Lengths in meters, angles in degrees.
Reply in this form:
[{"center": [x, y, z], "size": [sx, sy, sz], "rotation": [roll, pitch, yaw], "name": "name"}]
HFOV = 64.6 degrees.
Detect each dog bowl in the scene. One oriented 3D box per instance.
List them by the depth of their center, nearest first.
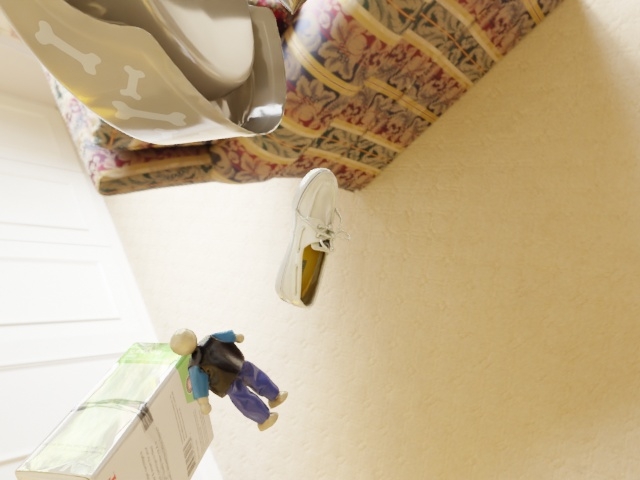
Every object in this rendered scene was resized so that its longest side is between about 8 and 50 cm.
[{"center": [-0.151, -0.245, 0.443], "size": [0.102, 0.349, 0.348], "rotation": [-16, 75, 17], "name": "dog bowl"}]

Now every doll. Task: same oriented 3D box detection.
[{"center": [-0.133, 0.189, 0.710], "size": [0.189, 0.129, 0.046], "rotation": [45, 133, -16], "name": "doll"}]

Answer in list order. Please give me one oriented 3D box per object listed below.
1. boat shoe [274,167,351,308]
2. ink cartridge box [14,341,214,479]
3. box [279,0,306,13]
[{"center": [-0.007, 0.000, 1.287], "size": [0.156, 0.136, 0.366], "rotation": [19, 92, 52], "name": "boat shoe"}, {"center": [-0.271, 0.305, 0.730], "size": [0.115, 0.273, 0.198], "rotation": [0, 112, 13], "name": "ink cartridge box"}, {"center": [0.077, -0.449, 0.596], "size": [0.293, 0.073, 0.295], "rotation": [-50, 11, -19], "name": "box"}]
